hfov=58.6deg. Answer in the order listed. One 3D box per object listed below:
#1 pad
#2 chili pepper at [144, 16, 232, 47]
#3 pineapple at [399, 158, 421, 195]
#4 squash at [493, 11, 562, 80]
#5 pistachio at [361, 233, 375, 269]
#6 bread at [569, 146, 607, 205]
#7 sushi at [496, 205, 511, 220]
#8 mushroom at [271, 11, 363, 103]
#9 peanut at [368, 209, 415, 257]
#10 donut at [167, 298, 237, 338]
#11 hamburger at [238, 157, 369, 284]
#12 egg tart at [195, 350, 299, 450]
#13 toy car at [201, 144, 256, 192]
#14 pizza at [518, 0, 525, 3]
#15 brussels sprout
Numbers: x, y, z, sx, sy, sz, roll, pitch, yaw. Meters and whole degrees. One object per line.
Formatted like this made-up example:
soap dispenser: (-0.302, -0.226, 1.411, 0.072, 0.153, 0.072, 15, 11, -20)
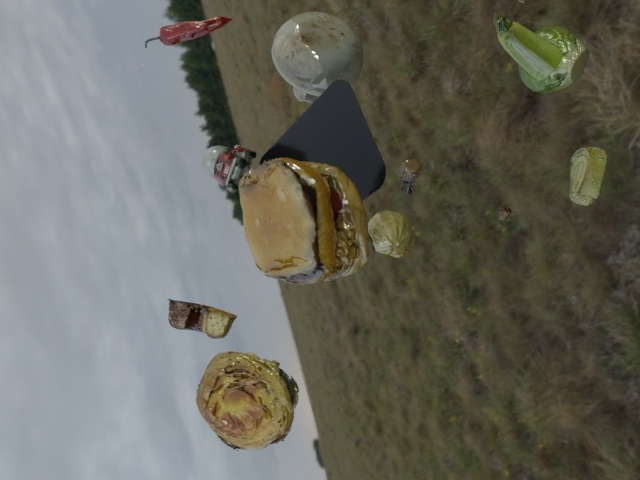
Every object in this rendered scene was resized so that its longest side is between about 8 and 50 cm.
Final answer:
pad: (-0.005, -0.184, 1.253, 0.375, 0.063, 0.315, -34, 74, 47)
chili pepper: (-0.385, -0.601, 1.647, 0.050, 0.267, 0.059, -98, -4, -57)
pineapple: (0.232, -0.162, 1.520, 0.124, 0.058, 0.058, 94, 160, -58)
squash: (0.488, -0.483, 1.390, 0.090, 0.200, 0.075, -42, 17, 43)
pistachio: (0.000, 0.000, 1.559, 0.208, 0.331, 0.226, 149, 124, -66)
bread: (0.706, -0.169, 1.510, 0.117, 0.064, 0.157, -29, -55, -86)
sushi: (0.725, -0.109, 2.258, 0.047, 0.050, 0.099, 36, 157, 12)
mushroom: (-0.011, -0.471, 1.518, 0.243, 0.243, 0.244, 164, 90, -85)
peanut: (0.221, -0.013, 1.777, 0.305, 0.146, 0.147, 30, -137, -78)
donut: (-0.356, 0.249, 1.766, 0.141, 0.217, 0.085, 24, -101, -67)
hamburger: (-0.029, -0.034, 1.014, 0.244, 0.163, 0.245, 21, 119, 45)
egg tart: (-0.194, 0.433, 1.578, 0.132, 0.296, 0.297, -1, -105, -74)
toy car: (-0.225, -0.177, 1.342, 0.139, 0.112, 0.112, -49, -19, -79)
pizza: (0.440, -0.572, 1.122, 0.305, 0.085, 0.161, -9, 115, 50)
brussels sprout: (0.811, -0.630, 2.010, 0.244, 0.243, 0.244, 164, 90, -85)
